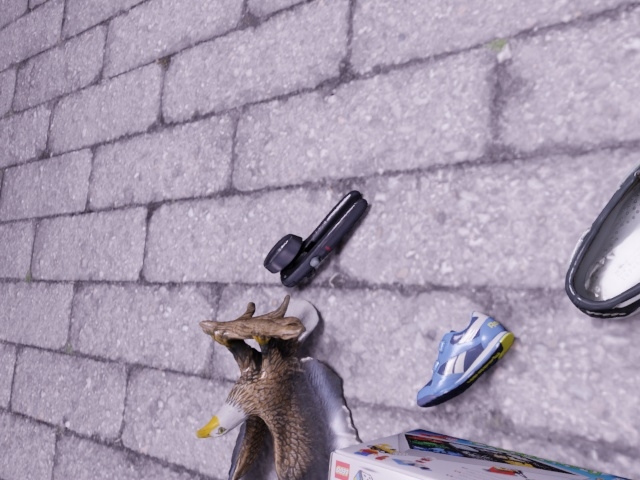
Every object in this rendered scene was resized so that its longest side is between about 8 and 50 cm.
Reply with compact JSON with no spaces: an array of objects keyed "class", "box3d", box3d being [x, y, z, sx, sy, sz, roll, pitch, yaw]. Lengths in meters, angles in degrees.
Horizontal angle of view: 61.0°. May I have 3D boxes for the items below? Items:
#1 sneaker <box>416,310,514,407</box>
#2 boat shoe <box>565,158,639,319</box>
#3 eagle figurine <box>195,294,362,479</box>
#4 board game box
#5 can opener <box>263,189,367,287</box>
[{"class":"sneaker","box3d":[0.167,0.147,0.665,0.144,0.053,0.059,-47,58,11]},{"class":"boat shoe","box3d":[0.358,-0.044,0.527,0.114,0.091,0.302,40,106,35]},{"class":"eagle figurine","box3d":[-0.075,0.244,0.776,0.226,0.225,0.298,-135,28,-75]},{"class":"board game box","box3d":[0.186,0.254,0.539,0.305,0.193,0.053,0,81,38]},{"class":"can opener","box3d":[0.000,0.000,0.817,0.186,0.073,0.059,-41,51,14]}]
